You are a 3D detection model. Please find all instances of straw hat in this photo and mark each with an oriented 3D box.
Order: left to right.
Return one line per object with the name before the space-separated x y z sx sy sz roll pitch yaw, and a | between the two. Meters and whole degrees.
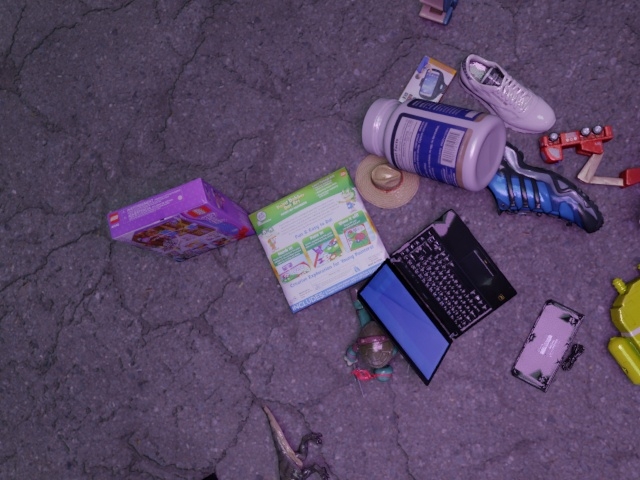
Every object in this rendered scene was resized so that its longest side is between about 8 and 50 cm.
straw hat | 0.145 -0.141 1.269 0.145 0.061 0.144 -1 84 10

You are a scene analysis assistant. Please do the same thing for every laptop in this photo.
laptop | 0.242 0.108 1.168 0.264 0.136 0.234 -38 94 5

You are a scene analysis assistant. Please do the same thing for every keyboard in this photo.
keyboard | 0.484 0.224 1.196 0.108 0.023 0.180 27 91 18

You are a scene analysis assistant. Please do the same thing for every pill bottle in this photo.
pill bottle | 0.225 -0.205 1.174 0.265 0.153 0.153 24 89 34

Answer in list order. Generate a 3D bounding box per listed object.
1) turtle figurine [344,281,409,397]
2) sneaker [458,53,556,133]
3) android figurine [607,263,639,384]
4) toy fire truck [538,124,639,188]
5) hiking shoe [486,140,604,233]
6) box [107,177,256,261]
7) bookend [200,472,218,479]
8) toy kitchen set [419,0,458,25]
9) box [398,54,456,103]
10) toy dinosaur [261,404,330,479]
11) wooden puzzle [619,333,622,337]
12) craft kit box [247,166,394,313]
turtle figurine | 0.128 0.210 1.219 0.176 0.118 0.234 -8 78 9
sneaker | 0.395 -0.310 1.224 0.235 0.095 0.090 35 90 10
android figurine | 0.689 0.174 1.133 0.248 0.056 0.272 -33 79 -2
toy fire truck | 0.565 -0.168 1.204 0.192 0.047 0.135 -8 85 10
hiking shoe | 0.432 -0.092 1.200 0.304 0.113 0.132 38 100 21
box | -0.278 -0.033 1.216 0.201 0.293 0.057 -20 76 7
bookend | -0.274 0.628 1.269 0.156 0.072 0.157 -31 81 7
toy kitchen set | 0.305 -0.576 1.226 0.122 0.166 0.207 23 89 11
box | 0.235 -0.335 1.288 0.081 0.028 0.136 30 89 11
toy dinosaur | -0.047 0.481 1.250 0.118 0.064 0.268 -19 79 15
wooden puzzle | 0.660 0.199 1.170 0.116 0.014 0.078 44 93 11
craft kit box | 0.000 0.000 1.287 0.250 0.061 0.246 -26 84 7
